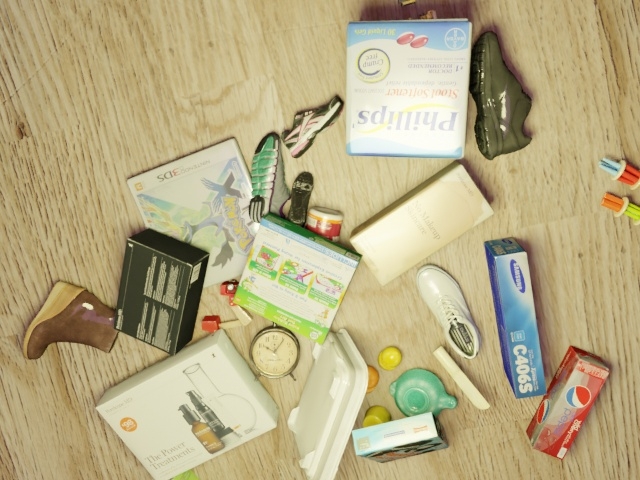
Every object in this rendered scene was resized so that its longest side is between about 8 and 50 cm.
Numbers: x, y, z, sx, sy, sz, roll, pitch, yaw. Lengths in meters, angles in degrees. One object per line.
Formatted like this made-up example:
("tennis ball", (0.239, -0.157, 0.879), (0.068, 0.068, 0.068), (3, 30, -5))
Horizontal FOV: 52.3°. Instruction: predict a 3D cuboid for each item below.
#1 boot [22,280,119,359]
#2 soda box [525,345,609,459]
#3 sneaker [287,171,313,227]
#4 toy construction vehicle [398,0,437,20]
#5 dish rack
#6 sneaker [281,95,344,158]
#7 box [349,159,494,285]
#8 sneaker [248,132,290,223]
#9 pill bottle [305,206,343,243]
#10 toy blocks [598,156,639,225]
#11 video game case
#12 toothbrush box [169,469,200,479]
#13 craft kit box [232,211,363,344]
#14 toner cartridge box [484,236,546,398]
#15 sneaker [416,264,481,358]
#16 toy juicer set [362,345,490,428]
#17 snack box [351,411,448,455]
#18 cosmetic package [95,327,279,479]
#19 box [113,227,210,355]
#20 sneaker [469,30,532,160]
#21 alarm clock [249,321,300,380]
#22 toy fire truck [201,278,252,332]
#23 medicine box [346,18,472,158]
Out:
("boot", (-0.650, 0.249, 1.714), (0.207, 0.090, 0.248), (30, 100, 1))
("soda box", (0.610, 0.402, 1.616), (0.084, 0.092, 0.263), (22, 104, 1))
("sneaker", (-0.055, -0.076, 1.597), (0.051, 0.089, 0.170), (12, 66, -2))
("toy construction vehicle", (0.215, -0.523, 1.487), (0.098, 0.035, 0.085), (-9, 101, 8))
("dish rack", (0.004, 0.397, 1.577), (0.072, 0.285, 0.332), (16, 103, -16))
("sneaker", (-0.025, -0.283, 1.549), (0.178, 0.072, 0.077), (-44, 84, 7))
("box", (0.236, -0.043, 1.544), (0.311, 0.121, 0.148), (-36, 96, 12))
("sneaker", (-0.114, -0.146, 1.596), (0.083, 0.098, 0.223), (7, 86, 47))
("pill bottle", (0.000, 0.000, 1.596), (0.086, 0.086, 0.151), (14, 104, 3))
("toy blocks", (0.699, -0.119, 1.514), (0.148, 0.054, 0.123), (26, 103, 0))
("video game case", (-0.290, -0.052, 1.640), (0.300, 0.036, 0.328), (-20, 100, 10))
("toothbrush box", (-0.342, 0.774, 1.736), (0.122, 0.206, 0.283), (-42, 96, 12))
("craft kit box", (-0.058, 0.093, 1.553), (0.250, 0.061, 0.246), (25, 113, 6))
("toner cartridge box", (0.461, 0.179, 1.547), (0.075, 0.165, 0.347), (-10, 101, 7))
("sneaker", (0.322, 0.174, 1.597), (0.094, 0.091, 0.258), (-33, 97, 12))
("toy juicer set", (0.239, 0.359, 1.655), (0.329, 0.089, 0.209), (-20, 87, 18))
("snack box", (0.201, 0.482, 1.574), (0.187, 0.322, 0.060), (-16, 65, 10))
("cosmetic package", (-0.342, 0.437, 1.701), (0.377, 0.097, 0.284), (-29, 105, 11))
("box", (-0.398, 0.127, 1.622), (0.184, 0.103, 0.261), (21, 113, 11))
("sneaker", (0.412, -0.333, 1.485), (0.130, 0.109, 0.286), (-11, 108, -2))
("alarm clock", (-0.116, 0.266, 1.675), (0.130, 0.064, 0.191), (0, 97, -1))
("toy fire truck", (-0.208, 0.171, 1.674), (0.192, 0.047, 0.135), (2, 103, 5))
("medicine box", (0.197, -0.337, 1.452), (0.264, 0.149, 0.289), (3, 106, 12))
